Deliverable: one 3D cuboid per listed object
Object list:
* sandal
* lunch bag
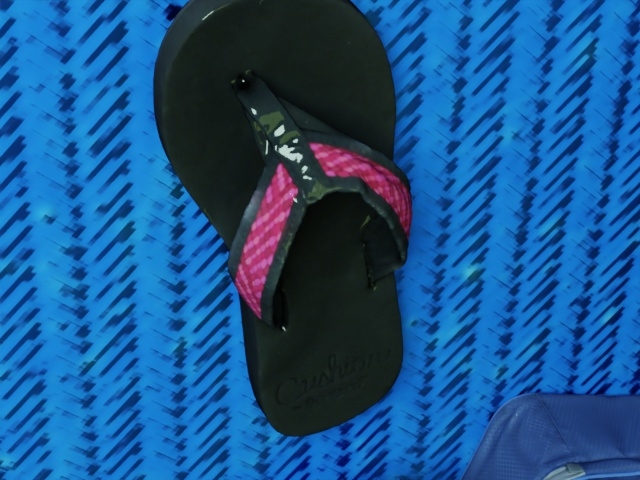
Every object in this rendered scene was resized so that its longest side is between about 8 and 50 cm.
[{"bbox_3d":[0.000,0.000,0.492,0.067,0.040,0.179,-23,135,-11],"label":"sandal"},{"bbox_3d":[0.098,0.098,0.613,0.098,0.065,0.067,2,125,-31],"label":"lunch bag"}]
